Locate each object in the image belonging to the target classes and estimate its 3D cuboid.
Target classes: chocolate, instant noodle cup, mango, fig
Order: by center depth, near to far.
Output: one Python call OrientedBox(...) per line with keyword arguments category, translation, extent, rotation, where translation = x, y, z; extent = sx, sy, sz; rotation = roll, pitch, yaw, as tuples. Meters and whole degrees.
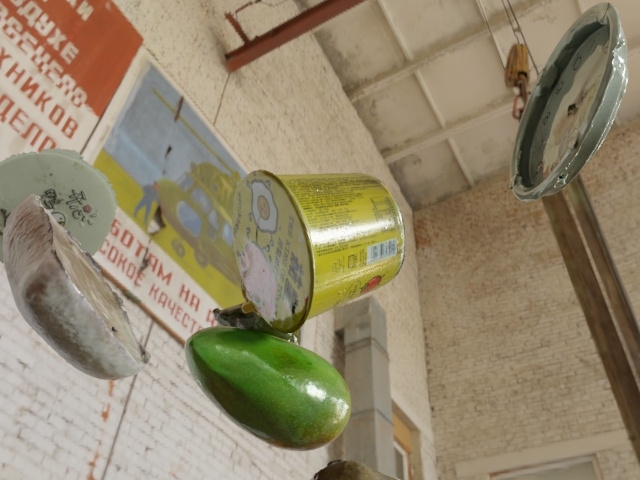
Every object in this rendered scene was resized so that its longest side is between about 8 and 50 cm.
OrientedBox(category="chocolate", translation=(-0.309, 0.059, 0.736), extent=(0.100, 0.303, 0.185), rotation=(-35, -57, -17))
OrientedBox(category="mango", translation=(-0.104, 0.290, 1.236), extent=(0.381, 0.225, 0.201), rotation=(32, -72, -20))
OrientedBox(category="instant noodle cup", translation=(0.000, 0.000, 1.252), extent=(0.254, 0.326, 0.326), rotation=(-13, -38, -31))
OrientedBox(category="fig", translation=(-0.172, 0.240, 1.608), extent=(0.244, 0.195, 0.195), rotation=(14, -47, -3))

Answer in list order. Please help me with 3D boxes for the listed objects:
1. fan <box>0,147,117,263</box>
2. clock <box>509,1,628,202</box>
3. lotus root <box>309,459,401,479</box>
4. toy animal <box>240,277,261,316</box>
OrientedBox(category="fan", translation=(-0.551, -0.013, 1.047), extent=(0.414, 0.012, 0.233), rotation=(-23, -58, -13))
OrientedBox(category="clock", translation=(0.294, -0.151, 0.718), extent=(0.053, 0.237, 0.237), rotation=(20, -48, -2))
OrientedBox(category="lotus root", translation=(0.066, 0.512, 0.991), extent=(0.271, 0.192, 0.272), rotation=(1, -76, 6))
OrientedBox(category="toy animal", translation=(-0.106, 0.099, 1.455), extent=(0.156, 0.229, 0.156), rotation=(10, -69, 28))
